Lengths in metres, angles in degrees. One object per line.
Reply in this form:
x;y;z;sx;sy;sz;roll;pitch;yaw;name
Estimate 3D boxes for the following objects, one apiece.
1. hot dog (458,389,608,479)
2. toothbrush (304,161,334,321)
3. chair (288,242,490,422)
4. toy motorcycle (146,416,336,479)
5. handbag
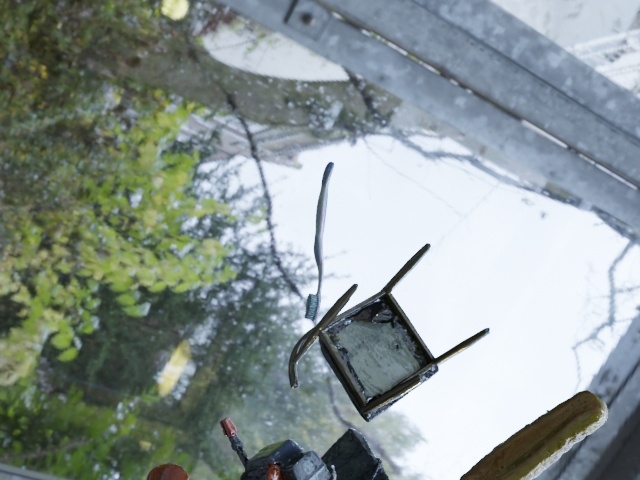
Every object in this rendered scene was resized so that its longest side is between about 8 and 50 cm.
0.361;0.356;1.374;0.286;0.061;0.087;-36;-142;9;hot dog
0.000;0.000;1.348;0.021;0.027;0.269;-1;-100;48;toothbrush
0.085;0.156;1.197;0.166;0.188;0.272;56;-39;9;chair
-0.120;0.365;1.073;0.148;0.221;0.326;-24;-178;38;toy motorcycle
0.068;0.497;1.505;0.175;0.089;0.270;-38;-122;6;handbag
